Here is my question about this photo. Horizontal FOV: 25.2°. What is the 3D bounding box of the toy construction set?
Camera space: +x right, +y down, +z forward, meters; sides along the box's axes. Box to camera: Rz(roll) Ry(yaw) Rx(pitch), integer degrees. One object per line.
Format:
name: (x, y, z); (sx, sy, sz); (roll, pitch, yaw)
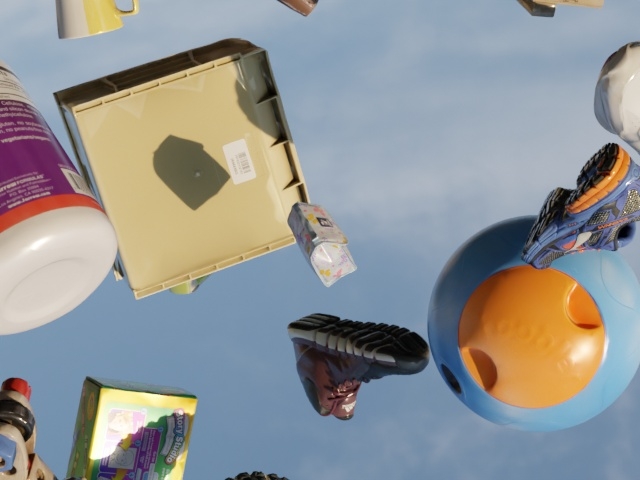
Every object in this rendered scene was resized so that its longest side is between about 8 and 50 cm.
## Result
toy construction set: (-0.400, 0.278, 1.704); (0.257, 0.237, 0.309); (-37, -144, 3)

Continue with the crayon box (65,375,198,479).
crayon box: (-0.304, 0.362, 2.229); (0.165, 0.278, 0.081); (11, -179, -30)

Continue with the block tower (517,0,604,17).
block tower: (0.301, -0.426, 1.631); (0.097, 0.335, 0.091); (3, -153, -14)

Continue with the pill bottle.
pill bottle: (-0.360, -0.071, 1.498); (0.182, 0.181, 0.323); (-26, -115, -22)

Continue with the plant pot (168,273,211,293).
plant pot: (-0.232, -0.054, 2.374); (0.207, 0.228, 0.227); (43, -105, 12)

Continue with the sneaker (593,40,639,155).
sneaker: (0.416, -0.117, 1.598); (0.114, 0.305, 0.152); (-52, -138, -1)

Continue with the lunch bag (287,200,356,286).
lunch bag: (0.000, 0.000, 1.623); (0.053, 0.083, 0.071); (-33, -127, 1)

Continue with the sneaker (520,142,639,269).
sneaker: (0.277, -0.015, 1.475); (0.087, 0.221, 0.083); (32, -116, -4)

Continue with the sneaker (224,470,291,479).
sneaker: (-0.150, 0.436, 2.079); (0.283, 0.122, 0.110); (-24, -128, -19)

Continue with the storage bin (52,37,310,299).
storage bin: (-0.169, -0.097, 1.826); (0.260, 0.262, 0.123); (-20, -162, -12)

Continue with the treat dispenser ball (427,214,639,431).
treat dispenser ball: (0.286, 0.110, 1.902); (0.288, 0.288, 0.288); (-10, -151, 6)

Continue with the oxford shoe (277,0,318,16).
oxford shoe: (0.026, -0.431, 1.959); (0.363, 0.133, 0.130); (-50, -171, -34)

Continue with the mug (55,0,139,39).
mug: (-0.215, -0.229, 1.349); (0.078, 0.064, 0.062); (-14, -165, -14)

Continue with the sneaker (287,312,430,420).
sneaker: (0.066, 0.216, 2.273); (0.106, 0.162, 0.281); (-16, -161, -40)
